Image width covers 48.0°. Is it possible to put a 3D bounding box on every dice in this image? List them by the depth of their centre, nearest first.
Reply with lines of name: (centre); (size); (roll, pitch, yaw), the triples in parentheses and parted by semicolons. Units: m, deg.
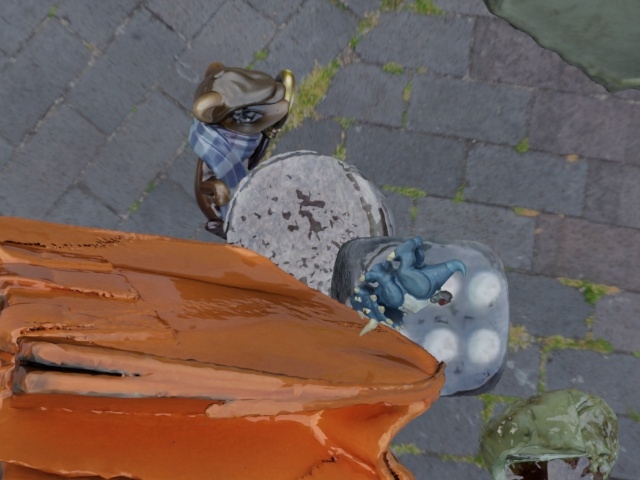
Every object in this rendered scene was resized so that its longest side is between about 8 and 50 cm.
dice: (0.110, 0.090, 0.858); (0.183, 0.183, 0.181); (1, 85, -9)

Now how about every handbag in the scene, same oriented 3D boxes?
handbag: (-0.119, 0.083, 0.583); (0.304, 0.410, 0.116); (9, 97, -27)

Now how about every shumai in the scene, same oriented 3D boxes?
shumai: (0.520, 0.453, 1.593); (0.330, 0.288, 0.291); (-32, 59, 1)

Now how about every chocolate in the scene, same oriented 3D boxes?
chocolate: (0.000, 0.000, 1.276); (0.304, 0.213, 0.303); (0, 89, 18)

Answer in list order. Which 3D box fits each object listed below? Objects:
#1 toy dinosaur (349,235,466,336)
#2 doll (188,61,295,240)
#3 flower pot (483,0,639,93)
toy dinosaur: (0.055, 0.030, 0.462); (0.083, 0.031, 0.047); (-39, 80, 26)
doll: (-0.166, -0.193, 1.497); (0.209, 0.318, 0.339); (9, 118, 5)
flower pot: (0.216, -0.219, 0.405); (0.239, 0.209, 0.189); (20, 72, -26)
